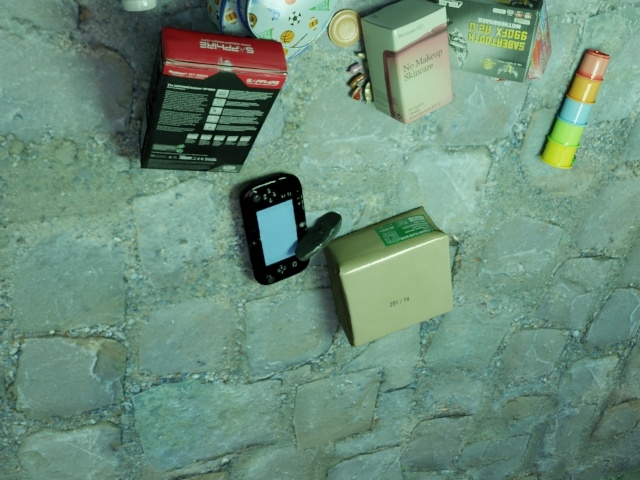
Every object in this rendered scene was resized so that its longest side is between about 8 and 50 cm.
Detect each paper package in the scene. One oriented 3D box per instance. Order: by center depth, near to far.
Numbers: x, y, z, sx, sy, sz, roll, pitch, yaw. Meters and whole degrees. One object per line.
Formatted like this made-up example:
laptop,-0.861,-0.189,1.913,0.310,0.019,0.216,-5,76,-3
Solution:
paper package,0.195,0.105,1.794,0.324,0.168,0.310,-19,129,-8

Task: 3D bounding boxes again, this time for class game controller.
game controller,-0.114,-0.025,1.635,0.166,0.067,0.319,-16,129,-12

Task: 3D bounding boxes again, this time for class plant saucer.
plant saucer,0.058,-0.478,1.417,0.083,0.013,0.084,-12,128,-15

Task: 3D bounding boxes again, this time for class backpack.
backpack,-0.090,-0.486,1.236,0.276,0.213,0.263,8,131,-31

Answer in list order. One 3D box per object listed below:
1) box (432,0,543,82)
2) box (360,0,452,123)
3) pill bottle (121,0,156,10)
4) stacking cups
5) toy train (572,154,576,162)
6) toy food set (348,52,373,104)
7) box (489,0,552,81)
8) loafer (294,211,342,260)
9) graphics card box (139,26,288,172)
box,0.365,-0.466,1.413,0.056,0.230,0.183,-58,157,-34
box,0.202,-0.411,1.437,0.148,0.127,0.233,-30,131,-17
pill bottle,-0.353,-0.513,1.171,0.086,0.086,0.152,-13,127,-14
stacking cups,0.699,-0.358,1.725,0.095,0.096,0.317,-3,123,-21
toy train,0.726,-0.241,1.867,0.083,0.017,0.024,-7,115,-19
toy food set,0.099,-0.386,1.495,0.077,0.019,0.122,-1,124,-22
box,0.447,-0.510,1.456,0.123,0.128,0.257,-59,139,-32
loafer,0.000,0.000,1.677,0.170,0.062,0.061,-42,146,-21
graphics card box,-0.233,-0.267,1.281,0.232,0.094,0.371,-1,155,-22
